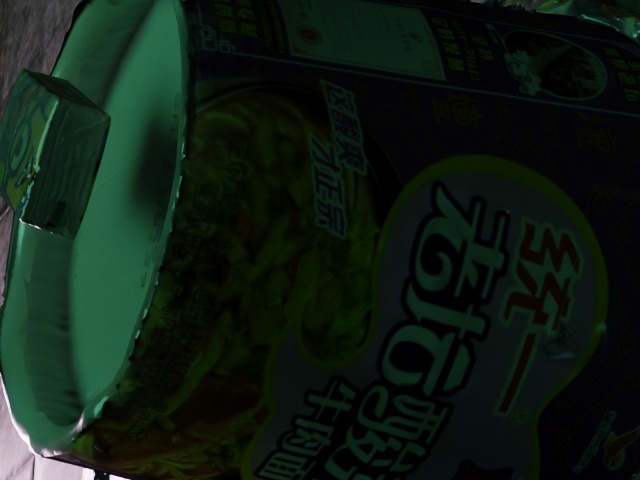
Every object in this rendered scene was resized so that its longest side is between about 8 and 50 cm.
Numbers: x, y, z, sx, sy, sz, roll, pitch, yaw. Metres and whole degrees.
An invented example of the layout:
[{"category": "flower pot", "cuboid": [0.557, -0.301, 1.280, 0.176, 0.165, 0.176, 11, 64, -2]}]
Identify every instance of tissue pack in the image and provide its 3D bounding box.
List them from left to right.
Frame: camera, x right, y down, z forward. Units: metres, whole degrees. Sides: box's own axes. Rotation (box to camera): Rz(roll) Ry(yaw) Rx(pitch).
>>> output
[{"category": "tissue pack", "cuboid": [-0.131, -0.043, 0.827, 0.083, 0.035, 0.063, 34, 108, 62]}]

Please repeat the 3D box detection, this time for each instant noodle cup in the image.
[{"category": "instant noodle cup", "cuboid": [0.000, 0.000, 0.888, 0.340, 0.266, 0.339, -40, 43, 51]}]

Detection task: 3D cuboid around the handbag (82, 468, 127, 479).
[{"category": "handbag", "cuboid": [-0.094, 0.282, 1.086, 0.303, 0.122, 0.329, -145, 66, -73]}]
